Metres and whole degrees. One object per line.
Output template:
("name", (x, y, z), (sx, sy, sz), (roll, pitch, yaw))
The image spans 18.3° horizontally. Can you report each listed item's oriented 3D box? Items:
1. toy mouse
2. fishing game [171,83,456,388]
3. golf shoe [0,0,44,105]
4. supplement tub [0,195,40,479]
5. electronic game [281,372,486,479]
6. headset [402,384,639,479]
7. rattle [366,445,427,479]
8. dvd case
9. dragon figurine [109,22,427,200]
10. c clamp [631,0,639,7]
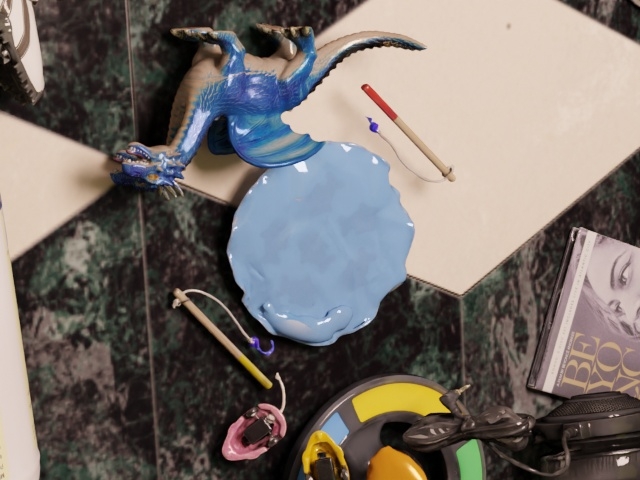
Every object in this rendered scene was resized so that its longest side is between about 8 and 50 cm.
("toy mouse", (-0.048, 0.203, 1.742), (0.143, 0.031, 0.161), (-16, 88, 4))
("fishing game", (0.000, 0.000, 1.757), (0.189, 0.041, 0.264), (43, 82, -31))
("golf shoe", (-0.239, -0.204, 1.541), (0.094, 0.077, 0.198), (-29, 114, -27))
("supplement tub", (-0.330, 0.101, 1.433), (0.235, 0.235, 0.325), (-14, 105, -31))
("electronic game", (0.060, 0.235, 1.827), (0.229, 0.048, 0.229), (-6, 101, -33))
("headset", (0.235, 0.249, 1.875), (0.394, 0.185, 0.243), (45, 45, -50))
("rattle", (0.107, 0.282, 1.827), (0.130, 0.143, 0.200), (-43, 150, 24))
("dvd case", (0.313, 0.092, 1.991), (0.221, 0.018, 0.164), (17, 88, -34))
("dragon figurine", (-0.050, -0.109, 1.676), (0.289, 0.085, 0.144), (-7, 102, -32))
("c clamp", (0.362, -0.288, 1.960), (0.137, 0.022, 0.160), (35, 78, -33))
